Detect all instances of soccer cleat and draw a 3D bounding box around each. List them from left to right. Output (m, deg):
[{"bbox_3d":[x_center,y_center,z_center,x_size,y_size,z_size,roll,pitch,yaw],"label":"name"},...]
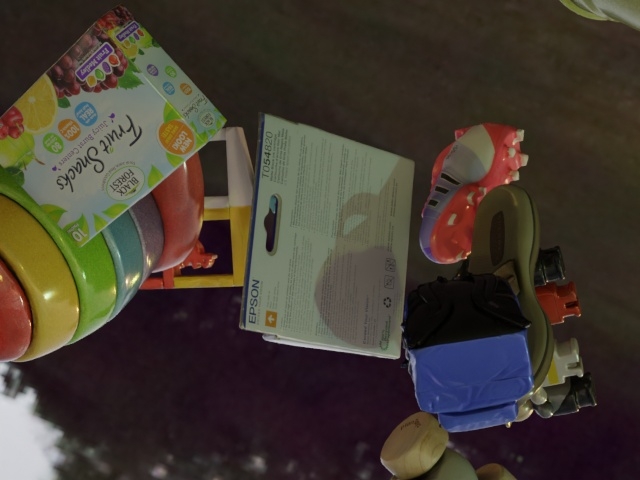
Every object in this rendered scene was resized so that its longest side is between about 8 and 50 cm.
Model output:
[{"bbox_3d":[0.156,-0.055,1.449,0.095,0.248,0.083,5,128,31],"label":"soccer cleat"}]

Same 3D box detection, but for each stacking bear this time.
[{"bbox_3d":[-0.239,0.019,0.968,0.175,0.164,0.289,9,-146,37],"label":"stacking bear"}]

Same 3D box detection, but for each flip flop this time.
[{"bbox_3d":[0.172,0.053,1.294,0.080,0.277,0.112,27,142,-30],"label":"flip flop"}]

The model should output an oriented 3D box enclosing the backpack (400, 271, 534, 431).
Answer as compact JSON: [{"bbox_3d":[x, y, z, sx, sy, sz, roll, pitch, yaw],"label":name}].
[{"bbox_3d":[0.110,0.084,0.993,0.098,0.101,0.120,-5,-155,1],"label":"backpack"}]

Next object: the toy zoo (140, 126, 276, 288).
[{"bbox_3d":[-0.189,-0.037,1.549,0.293,0.192,0.030,-2,-177,13],"label":"toy zoo"}]

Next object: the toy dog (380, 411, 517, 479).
[{"bbox_3d":[0.090,0.352,1.460,0.333,0.161,0.220,-32,-94,-45],"label":"toy dog"}]

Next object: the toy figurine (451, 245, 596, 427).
[{"bbox_3d":[0.269,0.128,1.688,0.148,0.209,0.213,-12,155,15],"label":"toy figurine"}]

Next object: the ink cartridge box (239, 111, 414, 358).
[{"bbox_3d":[0.000,0.000,1.311,0.224,0.223,0.045,15,166,-41],"label":"ink cartridge box"}]

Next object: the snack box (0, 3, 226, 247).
[{"bbox_3d":[-0.143,-0.071,0.826,0.100,0.141,0.037,47,-143,-10],"label":"snack box"}]

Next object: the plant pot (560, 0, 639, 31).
[{"bbox_3d":[0.465,-0.350,1.608,0.276,0.276,0.254,24,-159,-41],"label":"plant pot"}]
